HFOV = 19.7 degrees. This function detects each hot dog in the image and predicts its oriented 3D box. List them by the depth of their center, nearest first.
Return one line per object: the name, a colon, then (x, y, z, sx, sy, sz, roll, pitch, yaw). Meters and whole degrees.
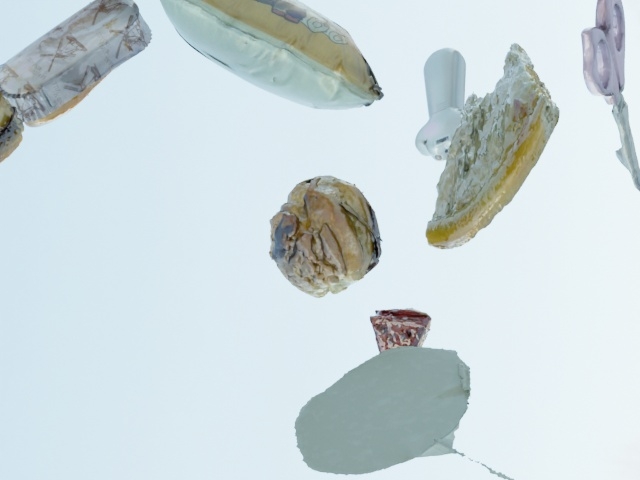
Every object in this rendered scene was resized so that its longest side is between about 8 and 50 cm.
hot dog: (-0.267, -0.194, 1.983, 0.191, 0.108, 0.059, -39, -34, -17)

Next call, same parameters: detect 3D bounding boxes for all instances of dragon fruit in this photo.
dragon fruit: (0.081, 0.110, 2.017, 0.131, 0.063, 0.097, -14, -53, -81)

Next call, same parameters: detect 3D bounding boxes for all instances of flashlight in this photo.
flashlight: (0.175, -0.188, 2.548, 0.047, 0.093, 0.200, 51, -152, -39)

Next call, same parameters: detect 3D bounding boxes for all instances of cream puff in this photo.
cream puff: (0.000, 0.000, 1.892, 0.104, 0.119, 0.133, -28, -27, -44)

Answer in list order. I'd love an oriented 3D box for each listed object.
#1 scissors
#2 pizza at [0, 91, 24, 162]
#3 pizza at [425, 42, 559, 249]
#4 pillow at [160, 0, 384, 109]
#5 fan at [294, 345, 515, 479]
scissors: (0.264, -0.123, 1.649, 0.212, 0.021, 0.110, 70, -146, -42)
pizza: (-0.467, -0.131, 1.817, 0.251, 0.287, 0.074, -46, 0, -30)
pizza: (0.176, -0.112, 1.855, 0.034, 0.181, 0.262, 31, -137, -19)
pillow: (-0.066, -0.251, 2.296, 0.312, 0.310, 0.119, -113, 49, -86)
fan: (0.095, 0.173, 1.634, 0.182, 0.310, 0.010, -36, -59, -18)
